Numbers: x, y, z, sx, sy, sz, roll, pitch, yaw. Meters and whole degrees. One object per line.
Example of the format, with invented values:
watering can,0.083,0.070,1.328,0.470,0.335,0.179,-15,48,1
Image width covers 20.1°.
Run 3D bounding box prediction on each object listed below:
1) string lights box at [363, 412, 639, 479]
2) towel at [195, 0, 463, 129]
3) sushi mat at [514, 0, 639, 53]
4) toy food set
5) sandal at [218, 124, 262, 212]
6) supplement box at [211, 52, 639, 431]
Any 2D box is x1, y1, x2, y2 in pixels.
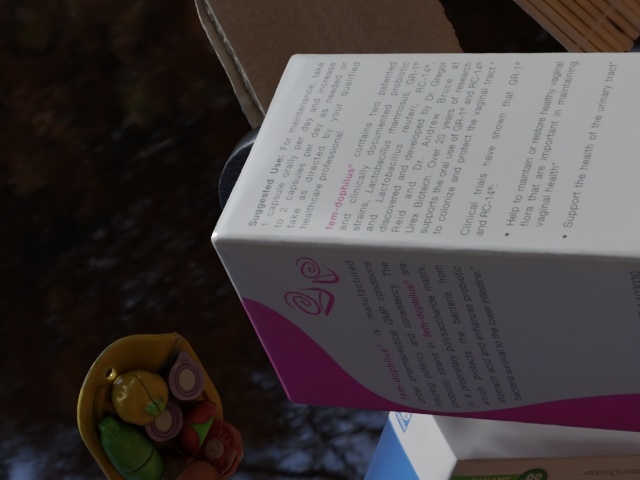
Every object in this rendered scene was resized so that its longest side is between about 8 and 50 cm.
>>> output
string lights box,0.079,0.194,1.033,0.133,0.259,0.077,1,-144,-25
towel,0.035,-0.119,1.452,0.187,0.049,0.282,-29,-81,-19
sushi mat,0.094,-0.245,1.007,0.316,0.019,0.151,39,-92,-17
toy food set,-0.121,0.176,1.572,0.128,0.071,0.218,-45,-49,-21
sandal,-0.001,0.000,1.216,0.254,0.097,0.054,70,-144,-51
supplement box,0.086,0.000,0.721,0.111,0.220,0.114,68,-147,-45
